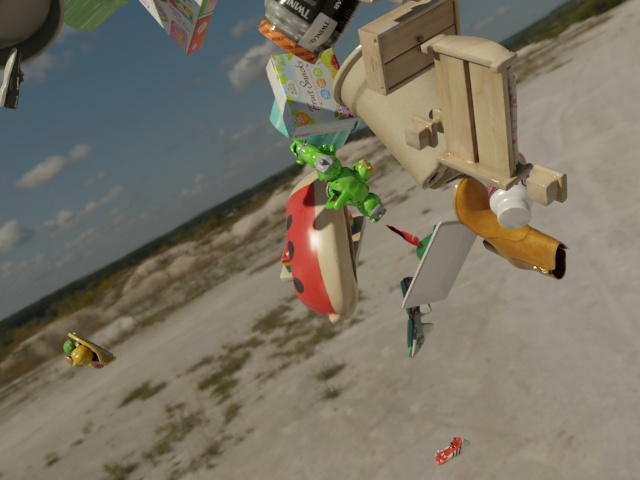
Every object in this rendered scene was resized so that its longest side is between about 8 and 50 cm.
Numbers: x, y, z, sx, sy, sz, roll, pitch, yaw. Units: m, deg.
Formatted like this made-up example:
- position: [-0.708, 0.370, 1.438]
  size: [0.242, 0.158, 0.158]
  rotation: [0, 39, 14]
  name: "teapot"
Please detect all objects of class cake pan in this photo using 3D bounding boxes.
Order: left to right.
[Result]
- position: [-0.671, -0.473, 1.473]
  size: [0.293, 0.054, 0.293]
  rotation: [-19, -32, -13]
  name: "cake pan"

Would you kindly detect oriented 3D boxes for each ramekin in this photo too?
- position: [-0.683, -0.720, 2.001]
  size: [0.148, 0.303, 0.303]
  rotation: [-39, 2, 19]
  name: "ramekin"

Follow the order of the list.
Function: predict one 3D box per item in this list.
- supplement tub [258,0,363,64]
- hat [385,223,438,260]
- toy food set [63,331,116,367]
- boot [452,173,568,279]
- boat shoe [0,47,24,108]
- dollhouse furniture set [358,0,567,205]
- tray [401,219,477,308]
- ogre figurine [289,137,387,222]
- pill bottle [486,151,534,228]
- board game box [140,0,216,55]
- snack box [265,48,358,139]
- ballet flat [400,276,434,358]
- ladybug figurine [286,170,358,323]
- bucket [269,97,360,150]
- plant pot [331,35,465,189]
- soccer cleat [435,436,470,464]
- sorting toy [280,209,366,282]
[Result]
- position: [0.006, -0.562, 1.607]
  size: [0.316, 0.193, 0.193]
  rotation: [-58, -2, 16]
  name: "supplement tub"
- position: [0.324, 0.048, 2.426]
  size: [0.183, 0.173, 0.209]
  rotation: [-16, 31, 21]
  name: "hat"
- position: [-0.567, 0.281, 1.771]
  size: [0.071, 0.128, 0.218]
  rotation: [-61, 11, -14]
  name: "toy food set"
- position: [0.425, -0.028, 1.601]
  size: [0.211, 0.295, 0.104]
  rotation: [24, 74, 44]
  name: "boot"
- position: [-0.627, -0.330, 1.499]
  size: [0.038, 0.125, 0.046]
  rotation: [10, 13, -35]
  name: "boat shoe"
- position: [0.234, -0.265, 1.035]
  size: [0.173, 0.303, 0.355]
  rotation: [-34, 42, -22]
  name: "dollhouse furniture set"
- position: [0.286, 0.048, 1.749]
  size: [0.145, 0.030, 0.271]
  rotation: [-7, -47, -30]
  name: "tray"
- position: [0.041, -0.091, 1.209]
  size: [0.096, 0.197, 0.118]
  rotation: [-31, 18, -5]
  name: "ogre figurine"
- position: [0.374, -0.100, 1.448]
  size: [0.086, 0.086, 0.152]
  rotation: [-25, 42, 30]
  name: "pill bottle"
- position: [-0.417, -0.728, 2.140]
  size: [0.064, 0.242, 0.316]
  rotation: [-40, -2, -28]
  name: "board game box"
- position: [-0.022, -0.367, 1.824]
  size: [0.174, 0.207, 0.070]
  rotation: [-12, -18, -21]
  name: "snack box"
- position: [0.266, 0.206, 1.987]
  size: [0.079, 0.222, 0.077]
  rotation: [-3, -13, -5]
  name: "ballet flat"
- position: [0.002, 0.013, 1.960]
  size: [0.161, 0.450, 0.305]
  rotation: [-9, -31, 6]
  name: "ladybug figurine"
- position: [-0.008, -0.401, 2.157]
  size: [0.281, 0.281, 0.183]
  rotation: [-39, -23, -59]
  name: "bucket"
- position: [0.244, -0.295, 1.646]
  size: [0.333, 0.306, 0.334]
  rotation: [-29, -14, -8]
  name: "plant pot"
- position: [0.245, 0.392, 1.357]
  size: [0.083, 0.035, 0.029]
  rotation: [-56, 28, 33]
  name: "soccer cleat"
- position: [0.000, 0.000, 2.387]
  size: [0.257, 0.089, 0.256]
  rotation: [-10, 40, 22]
  name: "sorting toy"
